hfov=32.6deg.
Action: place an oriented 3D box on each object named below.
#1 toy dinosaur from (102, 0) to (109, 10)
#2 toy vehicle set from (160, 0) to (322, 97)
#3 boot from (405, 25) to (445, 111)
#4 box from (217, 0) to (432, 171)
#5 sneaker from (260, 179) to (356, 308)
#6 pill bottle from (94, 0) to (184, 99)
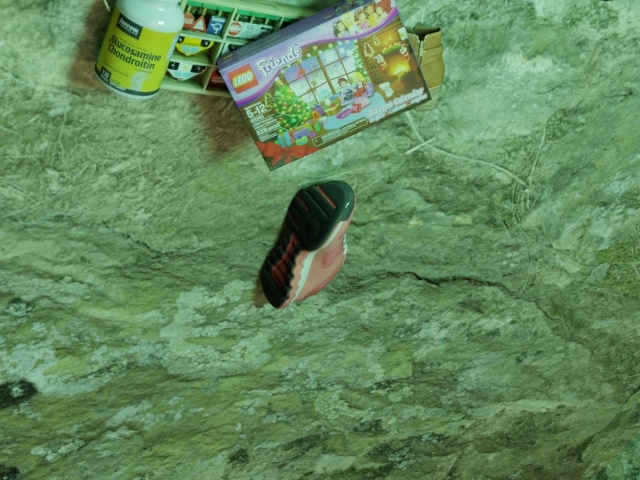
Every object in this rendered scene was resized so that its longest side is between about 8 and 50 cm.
[{"bbox_3d":[-0.382,-0.397,1.509,0.211,0.064,0.112,6,141,-25],"label":"toy dinosaur"},{"bbox_3d":[-0.129,-0.308,1.749,0.266,0.035,0.166,2,129,-32],"label":"toy vehicle set"},{"bbox_3d":[0.122,-0.294,1.897,0.197,0.073,0.152,-12,128,-18],"label":"boot"},{"bbox_3d":[0.009,-0.256,1.742,0.293,0.057,0.201,-24,122,5],"label":"box"},{"bbox_3d":[0.000,0.000,2.094,0.136,0.116,0.314,-6,141,-40],"label":"sneaker"},{"bbox_3d":[-0.262,-0.309,1.619,0.103,0.103,0.184,3,128,-33],"label":"pill bottle"}]
